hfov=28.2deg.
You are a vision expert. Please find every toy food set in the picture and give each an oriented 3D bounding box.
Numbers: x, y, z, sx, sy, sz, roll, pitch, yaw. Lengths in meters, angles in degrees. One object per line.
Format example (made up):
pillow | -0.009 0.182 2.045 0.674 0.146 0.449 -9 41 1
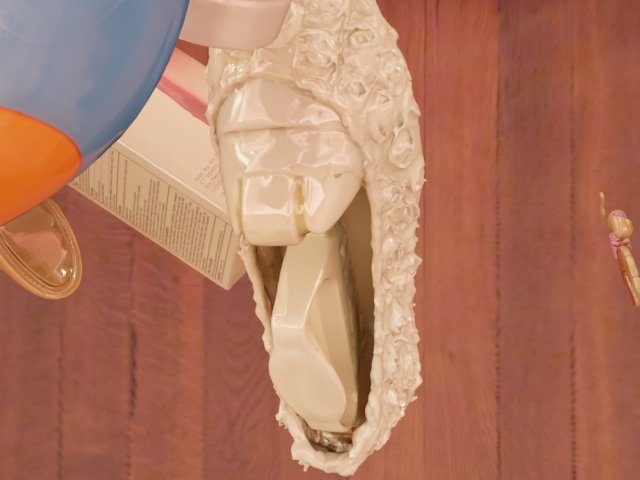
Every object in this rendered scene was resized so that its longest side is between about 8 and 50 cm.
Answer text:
toy food set | 0.299 0.014 1.238 0.019 0.078 0.122 -16 60 4

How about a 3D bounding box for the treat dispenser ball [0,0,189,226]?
treat dispenser ball | -0.193 -0.134 0.510 0.288 0.288 0.288 0 87 4

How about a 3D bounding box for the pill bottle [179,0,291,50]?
pill bottle | -0.036 -0.212 0.650 0.119 0.119 0.208 24 119 5

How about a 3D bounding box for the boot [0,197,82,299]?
boot | -0.295 0.006 1.129 0.197 0.152 0.073 48 49 12

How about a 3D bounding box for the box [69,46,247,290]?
box | -0.141 -0.085 1.236 0.232 0.148 0.127 34 62 7

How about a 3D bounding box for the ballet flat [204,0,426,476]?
ballet flat | 0.000 0.000 0.870 0.147 0.147 0.409 -9 123 4
